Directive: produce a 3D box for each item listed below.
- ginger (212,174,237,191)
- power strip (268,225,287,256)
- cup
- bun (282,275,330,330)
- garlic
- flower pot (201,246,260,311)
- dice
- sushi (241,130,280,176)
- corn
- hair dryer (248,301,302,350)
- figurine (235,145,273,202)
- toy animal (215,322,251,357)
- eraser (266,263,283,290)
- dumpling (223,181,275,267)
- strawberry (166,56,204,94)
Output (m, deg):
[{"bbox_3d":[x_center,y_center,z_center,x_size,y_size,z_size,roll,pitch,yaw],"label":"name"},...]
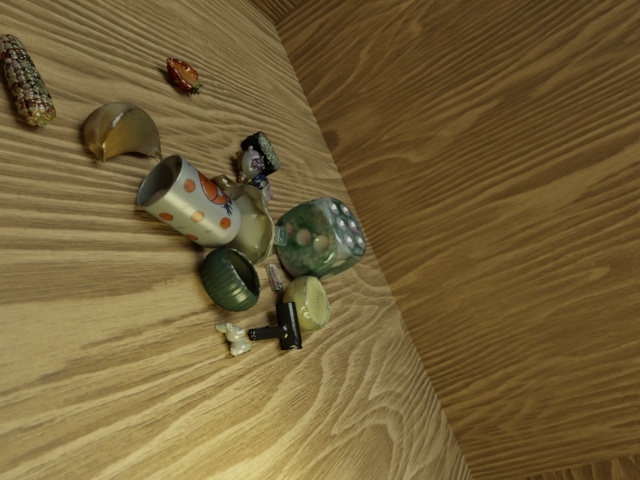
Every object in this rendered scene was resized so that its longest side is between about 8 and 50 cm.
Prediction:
[{"bbox_3d":[-0.393,-0.226,1.892,0.190,0.069,0.095,33,15,-50],"label":"ginger"},{"bbox_3d":[-0.245,-0.001,1.942,0.216,0.061,0.145,13,72,-43],"label":"power strip"},{"bbox_3d":[-0.435,-0.116,1.500,0.317,0.213,0.212,43,29,-43],"label":"cup"},{"bbox_3d":[-0.072,0.284,1.913,0.259,0.152,0.259,43,41,-52],"label":"bun"},{"bbox_3d":[-0.645,-0.353,1.450,0.338,0.151,0.196,-31,121,-75],"label":"garlic"},{"bbox_3d":[-0.318,0.140,1.534,0.242,0.157,0.189,62,24,-6],"label":"flower pot"},{"bbox_3d":[0.000,0.000,2.129,0.330,0.348,0.327,12,53,-64],"label":"dice"},{"bbox_3d":[-0.304,-0.450,2.258,0.225,0.126,0.136,56,23,-20],"label":"sushi"},{"bbox_3d":[-0.817,-0.438,1.192,0.280,0.092,0.092,61,22,7],"label":"corn"},{"bbox_3d":[-0.177,0.345,1.686,0.251,0.089,0.197,2,78,-51],"label":"hair dryer"},{"bbox_3d":[-0.315,-0.310,2.090,0.194,0.133,0.274,-24,101,-56],"label":"figurine"},{"bbox_3d":[-0.295,0.334,1.485,0.085,0.071,0.124,-12,83,-51],"label":"toy animal"},{"bbox_3d":[-0.204,0.165,1.917,0.052,0.029,0.122,20,48,-59],"label":"eraser"},{"bbox_3d":[-0.286,-0.075,1.704,0.181,0.260,0.340,33,44,-38],"label":"dumpling"},{"bbox_3d":[-0.615,-0.724,1.938,0.192,0.085,0.140,-15,87,-62],"label":"strawberry"}]
